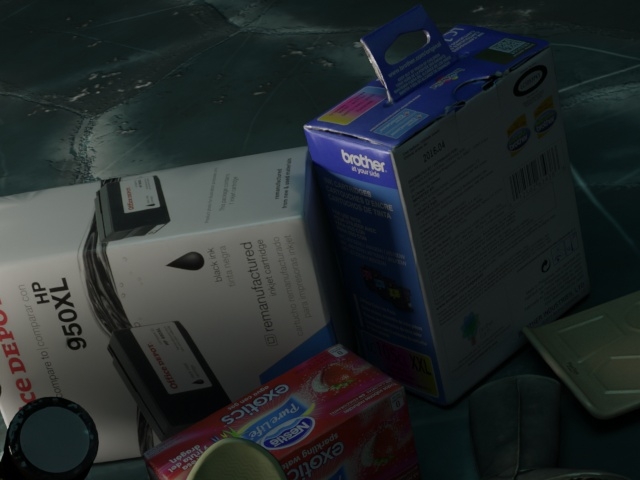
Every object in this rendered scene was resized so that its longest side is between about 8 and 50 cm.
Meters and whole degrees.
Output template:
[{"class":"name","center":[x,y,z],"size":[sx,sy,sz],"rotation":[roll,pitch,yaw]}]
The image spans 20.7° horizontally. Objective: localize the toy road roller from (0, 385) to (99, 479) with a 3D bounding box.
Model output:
[{"class":"toy road roller","center":[-0.397,0.254,1.764],"size":[0.329,0.202,0.241],"rotation":[27,57,-4]}]

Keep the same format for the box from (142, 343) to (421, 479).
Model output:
[{"class":"box","center":[-0.036,0.232,1.802],"size":[0.257,0.128,0.122],"rotation":[-28,34,-24]}]

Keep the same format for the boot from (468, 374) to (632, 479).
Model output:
[{"class":"boot","center":[0.236,0.216,1.794],"size":[0.189,0.076,0.208],"rotation":[-3,25,13]}]

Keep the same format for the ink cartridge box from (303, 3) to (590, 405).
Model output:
[{"class":"ink cartridge box","center":[0.145,-0.060,1.956],"size":[0.151,0.396,0.270],"rotation":[19,43,43]}]

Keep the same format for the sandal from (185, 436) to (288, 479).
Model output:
[{"class":"sandal","center":[-0.102,0.323,1.606],"size":[0.120,0.086,0.303],"rotation":[18,65,4]}]

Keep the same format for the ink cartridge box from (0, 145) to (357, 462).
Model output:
[{"class":"ink cartridge box","center":[-0.176,0.082,1.956],"size":[0.394,0.285,0.166],"rotation":[-9,31,8]}]

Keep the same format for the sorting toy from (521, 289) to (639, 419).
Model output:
[{"class":"sorting toy","center":[0.351,0.123,1.931],"size":[0.208,0.038,0.193],"rotation":[-15,30,-12]}]

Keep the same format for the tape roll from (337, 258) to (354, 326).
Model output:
[{"class":"tape roll","center":[0.000,0.000,2.234],"size":[0.321,0.077,0.321],"rotation":[-10,29,6]}]
